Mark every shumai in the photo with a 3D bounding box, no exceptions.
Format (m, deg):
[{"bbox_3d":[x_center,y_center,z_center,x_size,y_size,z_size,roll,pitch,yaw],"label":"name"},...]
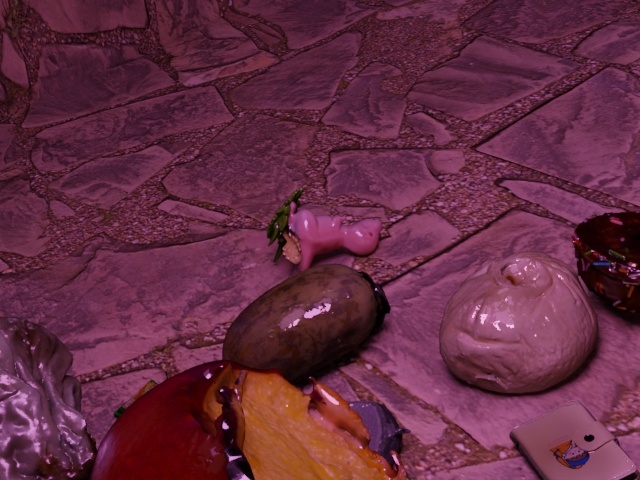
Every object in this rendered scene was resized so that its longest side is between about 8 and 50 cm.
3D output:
[{"bbox_3d":[-0.451,0.277,1.436,0.263,0.304,0.309,27,57,36],"label":"shumai"}]

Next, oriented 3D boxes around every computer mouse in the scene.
[{"bbox_3d":[0.013,0.283,1.383,0.229,0.068,0.113,-2,51,5],"label":"computer mouse"}]

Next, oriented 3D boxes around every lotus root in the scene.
[{"bbox_3d":[-0.042,0.147,1.554,0.309,0.173,0.173,-31,32,-10],"label":"lotus root"}]

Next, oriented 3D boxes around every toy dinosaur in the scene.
[{"bbox_3d":[-0.002,0.004,1.825,0.177,0.152,0.194,38,63,10],"label":"toy dinosaur"}]

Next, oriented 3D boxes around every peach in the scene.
[{"bbox_3d":[-0.058,0.325,1.102,0.417,0.353,0.339,7,-6,45],"label":"peach"}]

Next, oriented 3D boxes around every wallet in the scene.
[{"bbox_3d":[0.325,0.276,1.258,0.110,0.039,0.155,-25,31,-5],"label":"wallet"}]

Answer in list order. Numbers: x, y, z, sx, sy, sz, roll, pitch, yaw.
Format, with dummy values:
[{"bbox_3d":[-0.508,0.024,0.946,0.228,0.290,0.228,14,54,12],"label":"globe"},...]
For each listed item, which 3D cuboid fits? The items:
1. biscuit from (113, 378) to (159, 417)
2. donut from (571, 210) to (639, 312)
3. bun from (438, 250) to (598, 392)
[{"bbox_3d":[-0.296,0.263,1.621,0.046,0.016,0.089,13,42,41],"label":"biscuit"},{"bbox_3d":[0.491,0.033,1.476,0.235,0.089,0.235,1,29,-1],"label":"donut"},{"bbox_3d":[0.281,0.109,1.448,0.244,0.153,0.244,-16,27,9],"label":"bun"}]
